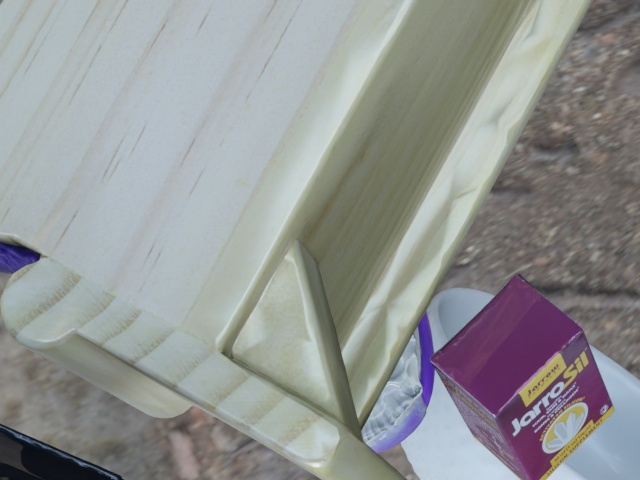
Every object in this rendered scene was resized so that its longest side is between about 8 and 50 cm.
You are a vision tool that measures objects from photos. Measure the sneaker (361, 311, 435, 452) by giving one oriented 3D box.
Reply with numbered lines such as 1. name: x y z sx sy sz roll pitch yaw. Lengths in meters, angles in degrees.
1. sneaker: 0.000 -0.001 0.928 0.102 0.146 0.293 -43 54 15

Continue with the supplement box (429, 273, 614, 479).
1. supplement box: 0.088 0.062 0.721 0.055 0.083 0.043 -43 55 -7

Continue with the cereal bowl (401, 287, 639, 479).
1. cereal bowl: 0.191 0.192 1.360 0.339 0.339 0.141 39 106 13

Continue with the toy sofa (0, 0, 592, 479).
1. toy sofa: 0.024 -0.101 0.583 0.177 0.150 0.362 27 82 16

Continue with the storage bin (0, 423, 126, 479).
1. storage bin: -0.138 0.099 0.481 0.180 0.122 0.084 26 102 -9
